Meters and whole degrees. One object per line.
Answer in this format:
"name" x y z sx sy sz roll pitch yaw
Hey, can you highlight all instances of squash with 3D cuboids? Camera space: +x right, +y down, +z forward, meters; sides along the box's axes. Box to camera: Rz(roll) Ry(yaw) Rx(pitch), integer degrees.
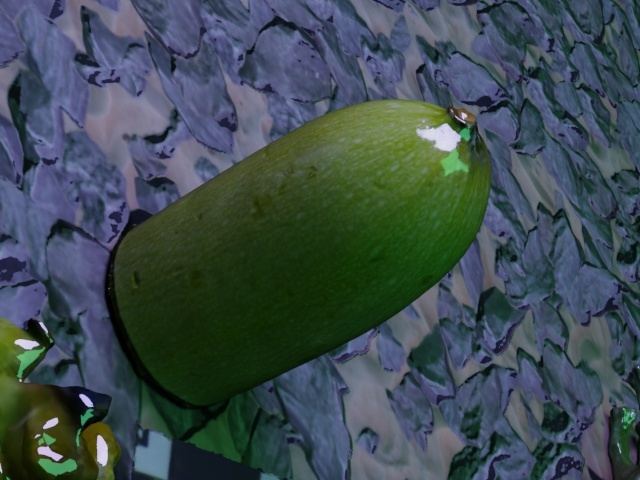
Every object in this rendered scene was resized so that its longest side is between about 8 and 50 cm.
"squash" 0.000 0.000 0.952 0.132 0.247 0.132 34 41 -37

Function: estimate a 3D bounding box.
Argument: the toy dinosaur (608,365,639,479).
"toy dinosaur" 0.301 0.271 1.351 0.447 0.087 0.301 31 44 -32

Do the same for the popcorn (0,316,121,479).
"popcorn" -0.197 0.111 0.699 0.168 0.173 0.195 37 46 -3

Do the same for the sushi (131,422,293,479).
"sushi" 0.003 0.326 0.895 0.343 0.064 0.359 25 54 -31
